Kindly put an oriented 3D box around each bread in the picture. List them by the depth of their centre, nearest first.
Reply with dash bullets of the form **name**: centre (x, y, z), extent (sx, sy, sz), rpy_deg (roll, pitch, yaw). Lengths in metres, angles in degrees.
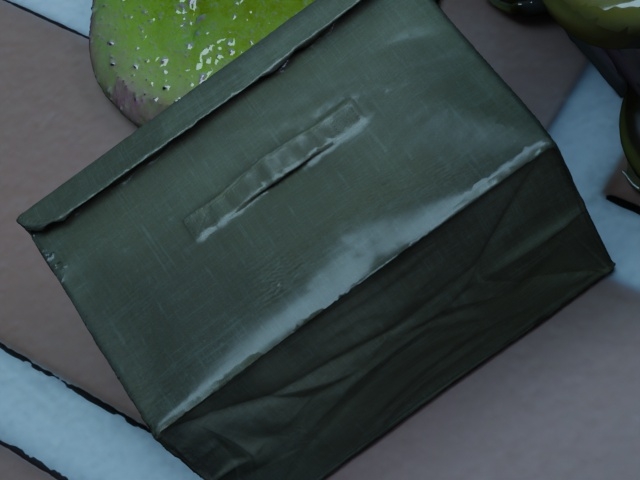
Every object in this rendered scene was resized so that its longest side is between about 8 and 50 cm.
- **bread**: centre (-0.039, -0.156, 1.120), extent (0.228, 0.033, 0.228), rpy_deg (-8, 64, 17)

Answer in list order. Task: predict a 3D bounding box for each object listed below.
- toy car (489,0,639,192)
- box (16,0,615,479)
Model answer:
- **toy car**: centre (0.178, -0.187, 0.933), extent (0.226, 0.242, 0.336), rpy_deg (-35, 59, 4)
- **box**: centre (0.000, 0.000, 0.957), extent (0.231, 0.155, 0.149), rpy_deg (-36, 59, 0)
